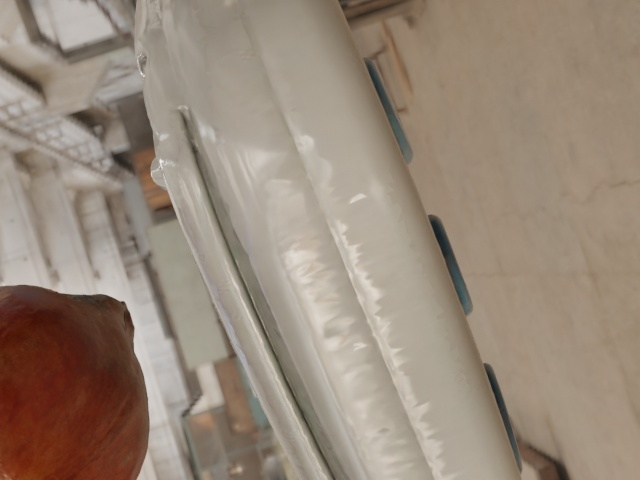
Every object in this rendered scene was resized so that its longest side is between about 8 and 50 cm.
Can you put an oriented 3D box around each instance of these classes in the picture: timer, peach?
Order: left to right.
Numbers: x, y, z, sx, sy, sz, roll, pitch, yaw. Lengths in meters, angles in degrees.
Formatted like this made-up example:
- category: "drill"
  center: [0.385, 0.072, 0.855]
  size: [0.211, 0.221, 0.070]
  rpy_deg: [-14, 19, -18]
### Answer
- category: "peach"
  center: [-0.250, 0.142, 0.954]
  size: [0.232, 0.256, 0.232]
  rpy_deg: [34, 148, 25]
- category: "timer"
  center: [0.001, 0.000, 0.454]
  size: [0.237, 0.087, 0.262]
  rpy_deg: [-112, -1, -64]
